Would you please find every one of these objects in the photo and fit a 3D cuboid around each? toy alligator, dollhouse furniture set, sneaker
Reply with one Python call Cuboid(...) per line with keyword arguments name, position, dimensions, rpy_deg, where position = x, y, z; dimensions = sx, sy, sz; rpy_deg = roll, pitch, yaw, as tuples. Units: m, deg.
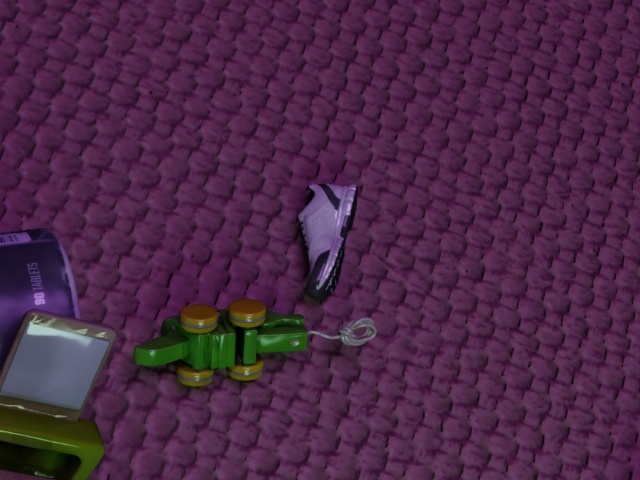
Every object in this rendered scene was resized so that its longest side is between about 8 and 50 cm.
Cuboid(name="toy alligator", position=(-0.053, 0.069, 1.079), dimensions=(0.189, 0.056, 0.051), rpy_deg=(-6, 25, -21))
Cuboid(name="dollhouse furniture set", position=(-0.173, 0.144, 0.779), dimensions=(0.197, 0.151, 0.301), rpy_deg=(16, 20, -27))
Cuboid(name="sneaker", position=(0.000, 0.000, 1.144), dimensions=(0.044, 0.040, 0.109), rpy_deg=(11, 56, 5))

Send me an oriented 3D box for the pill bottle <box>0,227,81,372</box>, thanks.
Cuboid(name="pill bottle", position=(-0.291, 0.068, 0.949), dimensions=(0.245, 0.130, 0.130), rpy_deg=(-7, 66, -21))
